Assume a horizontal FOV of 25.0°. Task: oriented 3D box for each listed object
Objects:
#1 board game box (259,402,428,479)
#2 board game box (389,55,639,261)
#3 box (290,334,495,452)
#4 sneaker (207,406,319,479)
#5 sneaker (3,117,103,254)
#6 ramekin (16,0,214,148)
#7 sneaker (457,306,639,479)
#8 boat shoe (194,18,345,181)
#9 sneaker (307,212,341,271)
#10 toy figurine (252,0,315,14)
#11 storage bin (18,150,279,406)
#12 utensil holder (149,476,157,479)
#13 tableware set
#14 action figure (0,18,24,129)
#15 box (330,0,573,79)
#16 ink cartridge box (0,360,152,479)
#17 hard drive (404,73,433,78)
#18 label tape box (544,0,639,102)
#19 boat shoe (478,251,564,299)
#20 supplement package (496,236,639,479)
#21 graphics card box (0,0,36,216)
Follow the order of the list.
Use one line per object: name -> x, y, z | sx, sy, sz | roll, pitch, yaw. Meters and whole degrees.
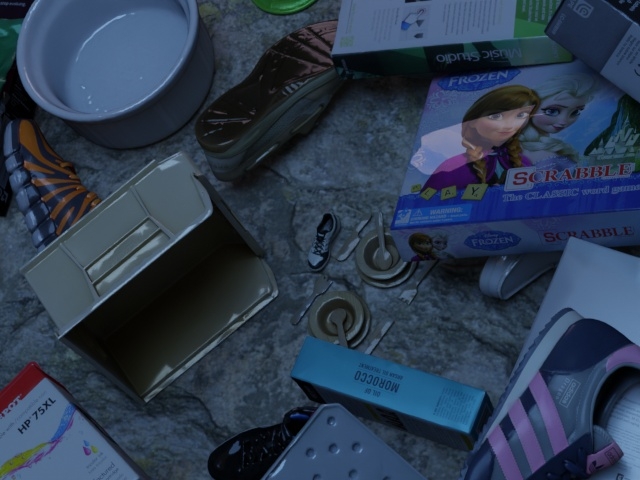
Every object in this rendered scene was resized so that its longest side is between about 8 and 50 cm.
board game box -> 0.022, 0.443, 1.613 | 0.390, 0.050, 0.390 | 42, 81, -14
board game box -> 0.273, -0.117, 1.820 | 0.318, 0.066, 0.318 | -5, 44, 23
box -> 0.092, 0.194, 1.803 | 0.244, 0.100, 0.060 | 16, 71, 22
sneaker -> -0.054, 0.250, 1.809 | 0.216, 0.121, 0.079 | -12, 63, 11
sneaker -> -0.324, -0.052, 2.037 | 0.180, 0.124, 0.321 | -24, 73, 1
ramekin -> -0.288, -0.268, 2.099 | 0.277, 0.135, 0.277 | -7, 65, 14
sneaker -> 0.239, 0.228, 1.515 | 0.131, 0.112, 0.319 | 25, 80, 29
boat shoe -> -0.046, -0.198, 2.021 | 0.302, 0.098, 0.109 | -42, 53, -21
sneaker -> 0.000, 0.000, 1.951 | 0.032, 0.037, 0.083 | 13, 73, 19
toy figurine -> -0.083, -0.436, 2.097 | 0.130, 0.159, 0.173 | -46, 62, -6
storage bin -> -0.209, 0.050, 1.865 | 0.260, 0.262, 0.123 | -39, 60, -2
utensil holder -> -0.320, 0.386, 1.681 | 0.327, 0.385, 0.328 | -6, 65, 13
tableware set -> 0.054, 0.060, 1.906 | 0.128, 0.039, 0.194 | 31, 79, 26
action figure -> -0.493, -0.210, 2.073 | 0.137, 0.063, 0.232 | -7, 62, 9
box -> 0.187, -0.331, 1.956 | 0.322, 0.058, 0.232 | -3, 54, 19
ink cartridge box -> -0.287, 0.226, 1.480 | 0.134, 0.078, 0.231 | -46, 62, -7
hard drive -> 0.237, -0.367, 2.040 | 0.203, 0.040, 0.308 | 7, 69, 19
label tape box -> 0.478, -0.244, 1.768 | 0.333, 0.106, 0.240 | 38, 51, 9
boat shoe -> 0.320, -0.015, 1.827 | 0.277, 0.098, 0.096 | -44, 62, -6
supplement package -> 0.345, 0.173, 1.680 | 0.199, 0.198, 0.263 | 19, 74, 24
graphics card box -> -0.547, -0.225, 2.182 | 0.232, 0.094, 0.371 | 6, 70, 18
